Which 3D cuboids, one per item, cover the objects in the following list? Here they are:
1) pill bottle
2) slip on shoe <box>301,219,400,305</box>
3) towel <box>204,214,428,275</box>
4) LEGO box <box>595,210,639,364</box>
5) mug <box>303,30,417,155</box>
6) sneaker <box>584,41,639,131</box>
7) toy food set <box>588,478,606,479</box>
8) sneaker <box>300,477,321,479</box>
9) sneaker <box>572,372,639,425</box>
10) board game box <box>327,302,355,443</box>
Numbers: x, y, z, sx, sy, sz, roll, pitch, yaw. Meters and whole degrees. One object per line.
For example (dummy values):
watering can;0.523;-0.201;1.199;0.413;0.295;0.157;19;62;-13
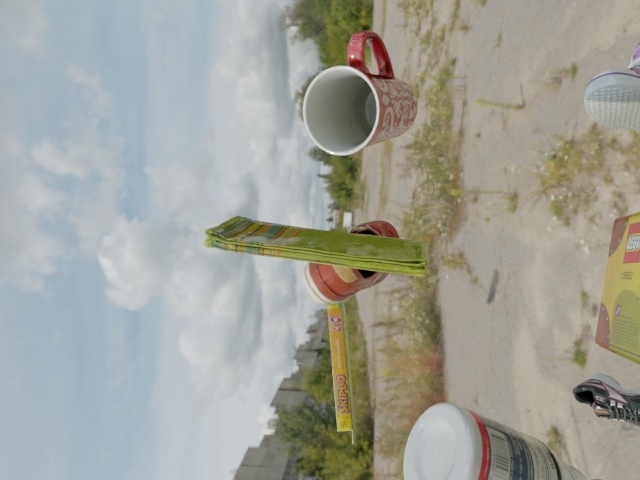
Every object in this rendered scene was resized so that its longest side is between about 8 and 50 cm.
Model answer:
pill bottle;0.188;0.250;0.503;0.108;0.180;0.108;-54;19;28
slip on shoe;0.087;0.024;0.899;0.123;0.101;0.331;56;-149;6
towel;0.000;0.000;0.536;0.102;0.237;0.021;-53;-32;-69
LEGO box;0.524;0.071;0.406;0.500;0.372;0.193;16;-96;-77
mug;0.077;-0.199;0.679;0.169;0.113;0.150;-25;-26;-55
sneaker;0.546;-0.284;0.838;0.102;0.282;0.161;-17;72;54
toy food set;0.401;0.398;0.737;0.078;0.122;0.019;-35;-67;-54
sneaker;0.014;0.218;0.230;0.132;0.086;0.228;61;167;-1
sneaker;0.529;0.298;0.855;0.178;0.077;0.072;179;78;-75
board game box;0.042;0.248;0.925;0.124;0.039;0.259;69;-167;-72
